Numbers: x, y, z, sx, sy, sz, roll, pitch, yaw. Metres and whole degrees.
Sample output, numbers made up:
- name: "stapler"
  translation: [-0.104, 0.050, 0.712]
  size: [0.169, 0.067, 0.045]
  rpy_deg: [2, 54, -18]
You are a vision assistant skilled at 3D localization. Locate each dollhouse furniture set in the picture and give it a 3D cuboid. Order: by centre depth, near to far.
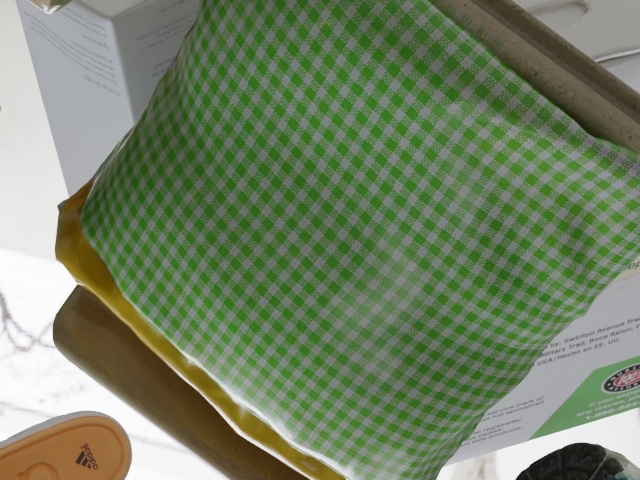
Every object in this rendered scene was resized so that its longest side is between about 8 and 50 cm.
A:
- name: "dollhouse furniture set"
  translation: [-0.072, -0.015, 0.348]
  size: [0.301, 0.197, 0.151]
  rpy_deg: [36, -143, 3]

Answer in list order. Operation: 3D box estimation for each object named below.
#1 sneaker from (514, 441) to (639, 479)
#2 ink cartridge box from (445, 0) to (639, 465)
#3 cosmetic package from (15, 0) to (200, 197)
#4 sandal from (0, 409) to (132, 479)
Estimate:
- name: "sneaker"
  translation: [0.156, 0.246, 0.914]
  size: [0.122, 0.283, 0.110]
  rpy_deg: [25, -127, -31]
- name: "ink cartridge box"
  translation: [0.082, -0.016, 0.574]
  size: [0.201, 0.278, 0.117]
  rpy_deg: [-16, -128, -4]
- name: "cosmetic package"
  translation: [-0.195, -0.142, 1.344]
  size: [0.156, 0.385, 0.217]
  rpy_deg: [-33, -132, -27]
- name: "sandal"
  translation: [-0.240, 0.194, 0.839]
  size: [0.265, 0.076, 0.102]
  rpy_deg: [-30, -83, -30]
